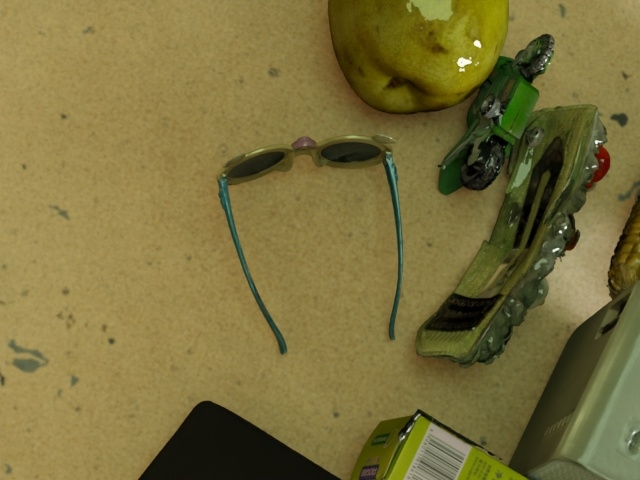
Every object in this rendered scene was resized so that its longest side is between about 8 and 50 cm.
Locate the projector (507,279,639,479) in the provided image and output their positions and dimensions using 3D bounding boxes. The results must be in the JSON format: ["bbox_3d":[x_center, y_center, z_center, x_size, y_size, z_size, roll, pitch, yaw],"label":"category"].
[{"bbox_3d":[0.287,0.167,1.811,0.108,0.250,0.198,28,72,0],"label":"projector"}]

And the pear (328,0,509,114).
[{"bbox_3d":[0.104,-0.231,1.926,0.200,0.200,0.200,2,75,-8],"label":"pear"}]

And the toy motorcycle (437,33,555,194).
[{"bbox_3d":[0.187,-0.135,1.954,0.074,0.106,0.190,32,76,-20],"label":"toy motorcycle"}]

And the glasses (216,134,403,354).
[{"bbox_3d":[-0.006,0.001,1.924,0.189,0.088,0.221,-8,97,-12],"label":"glasses"}]

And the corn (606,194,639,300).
[{"bbox_3d":[0.385,-0.034,1.939,0.115,0.115,0.318,30,59,0],"label":"corn"}]

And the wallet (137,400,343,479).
[{"bbox_3d":[-0.053,0.269,1.799,0.250,0.044,0.149,30,64,13],"label":"wallet"}]

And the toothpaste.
[{"bbox_3d":[0.189,0.279,1.810,0.327,0.110,0.077,32,71,-12],"label":"toothpaste"}]

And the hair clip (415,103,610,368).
[{"bbox_3d":[0.217,0.005,1.919,0.091,0.138,0.321,39,70,-29],"label":"hair clip"}]
